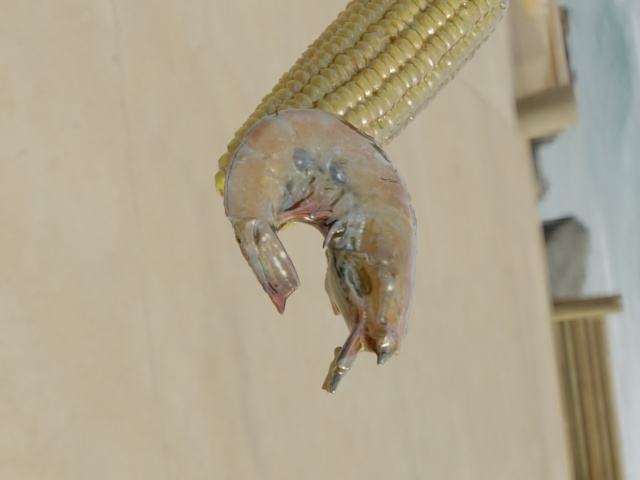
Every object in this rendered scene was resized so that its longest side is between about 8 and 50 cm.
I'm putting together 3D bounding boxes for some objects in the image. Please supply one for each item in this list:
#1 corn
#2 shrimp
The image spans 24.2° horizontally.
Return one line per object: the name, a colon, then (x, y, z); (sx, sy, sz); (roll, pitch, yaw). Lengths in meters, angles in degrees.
corn: (0.044, -0.152, 1.336); (0.363, 0.120, 0.120); (-45, 140, -19)
shrimp: (-0.001, 0.002, 0.904); (0.051, 0.132, 0.187); (126, -39, -51)
